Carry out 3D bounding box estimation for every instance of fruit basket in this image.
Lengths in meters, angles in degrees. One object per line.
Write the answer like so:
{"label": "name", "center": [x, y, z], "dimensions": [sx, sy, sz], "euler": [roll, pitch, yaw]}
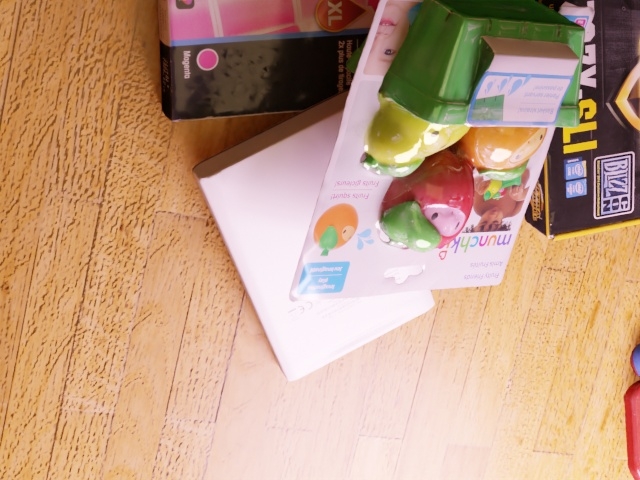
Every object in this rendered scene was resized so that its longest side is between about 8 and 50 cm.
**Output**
{"label": "fruit basket", "center": [0.144, -0.091, 1.497], "dimensions": [0.327, 0.165, 0.353], "euler": [-2, 114, -39]}

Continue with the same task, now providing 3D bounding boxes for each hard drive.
{"label": "hard drive", "center": [0.000, 0.000, 1.588], "dimensions": [0.203, 0.040, 0.308], "euler": [-27, 126, -8]}

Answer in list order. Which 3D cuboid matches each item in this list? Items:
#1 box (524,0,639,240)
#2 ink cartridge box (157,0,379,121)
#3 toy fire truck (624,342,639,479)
{"label": "box", "center": [0.368, -0.180, 1.664], "dimensions": [0.257, 0.079, 0.322], "euler": [-10, 111, -13]}
{"label": "ink cartridge box", "center": [0.006, -0.235, 1.535], "dimensions": [0.370, 0.069, 0.176], "euler": [-7, 110, -18]}
{"label": "toy fire truck", "center": [0.526, 0.216, 1.820], "dimensions": [0.302, 0.169, 0.254], "euler": [-29, 90, -8]}
